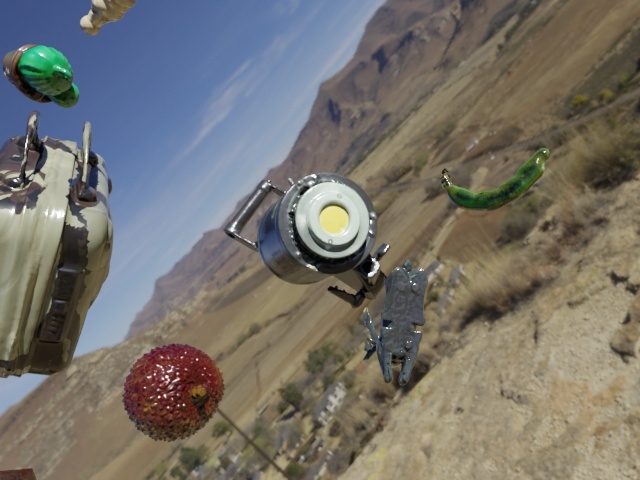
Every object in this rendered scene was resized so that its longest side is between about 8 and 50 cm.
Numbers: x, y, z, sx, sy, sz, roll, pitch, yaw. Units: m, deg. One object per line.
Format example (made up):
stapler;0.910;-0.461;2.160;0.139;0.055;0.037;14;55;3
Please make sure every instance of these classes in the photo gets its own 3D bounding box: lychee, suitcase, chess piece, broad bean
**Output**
lychee;-0.409;0.421;1.636;0.304;0.275;0.275;-9;31;44
suitcase;-0.394;-0.012;0.846;0.339;0.194;0.351;-68;27;18
chess piece;-0.166;-0.204;0.486;0.092;0.035;0.035;-36;9;23
broad bean;0.451;-0.148;1.524;0.292;0.143;0.049;-11;-18;29

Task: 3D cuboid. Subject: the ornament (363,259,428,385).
ornament;0.124;0.137;1.044;0.236;0.080;0.202;103;175;-85

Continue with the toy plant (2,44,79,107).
toy plant;-0.551;-0.327;1.180;0.105;0.201;0.142;-54;-33;-22

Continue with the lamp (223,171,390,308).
lamp;-0.019;-0.027;1.212;0.205;0.374;0.272;-54;-11;-19

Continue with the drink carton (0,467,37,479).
drink carton;-0.466;0.463;0.904;0.071;0.223;0.096;-54;-36;9
